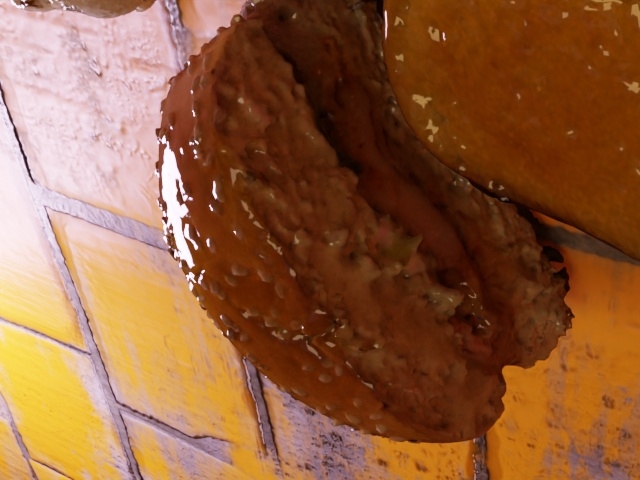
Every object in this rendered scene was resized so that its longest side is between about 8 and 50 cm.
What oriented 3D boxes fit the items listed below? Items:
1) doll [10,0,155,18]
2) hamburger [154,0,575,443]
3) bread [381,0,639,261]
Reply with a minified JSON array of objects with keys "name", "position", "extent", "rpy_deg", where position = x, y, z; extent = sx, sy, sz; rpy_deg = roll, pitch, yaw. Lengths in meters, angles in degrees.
[{"name":"doll","position":[-0.279,-0.328,1.069],"extent":[0.278,0.149,0.175],"rpy_deg":[52,177,6]},{"name":"hamburger","position":[0.000,0.000,1.049],"extent":[0.445,0.268,0.287],"rpy_deg":[51,146,-15]},{"name":"bread","position":[0.220,-0.138,0.757],"extent":[0.358,0.204,0.337],"rpy_deg":[24,145,18]}]
